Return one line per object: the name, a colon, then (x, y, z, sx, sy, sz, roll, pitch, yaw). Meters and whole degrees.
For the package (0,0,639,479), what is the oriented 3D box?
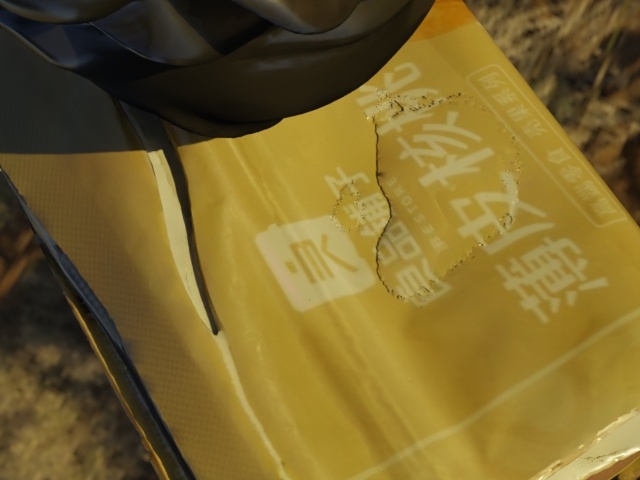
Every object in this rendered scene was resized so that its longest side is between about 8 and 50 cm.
package: (-0.022, -0.002, 0.674, 0.165, 0.221, 0.311, 14, -142, -54)

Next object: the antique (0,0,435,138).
antique: (-0.042, -0.162, 0.530, 0.185, 0.255, 0.322, 9, 171, 24)
